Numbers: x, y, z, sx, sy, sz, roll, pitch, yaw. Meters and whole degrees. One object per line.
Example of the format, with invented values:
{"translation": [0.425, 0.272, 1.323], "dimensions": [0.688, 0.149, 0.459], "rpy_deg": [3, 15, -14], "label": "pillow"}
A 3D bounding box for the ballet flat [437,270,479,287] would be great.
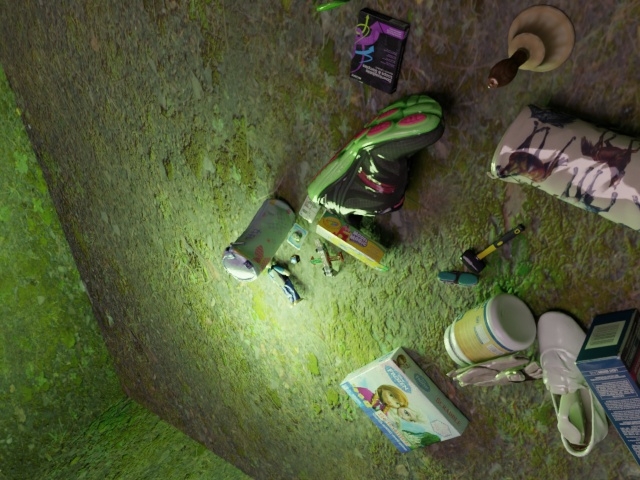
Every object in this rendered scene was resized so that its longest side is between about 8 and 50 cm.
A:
{"translation": [0.358, 0.102, 1.563], "dimensions": [0.114, 0.041, 0.041], "rpy_deg": [8, 126, 38], "label": "ballet flat"}

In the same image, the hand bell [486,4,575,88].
{"translation": [0.347, -0.317, 1.070], "dimensions": [0.126, 0.242, 0.126], "rpy_deg": [24, 135, 26], "label": "hand bell"}

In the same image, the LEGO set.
{"translation": [0.000, 0.000, 1.802], "dimensions": [0.182, 0.060, 0.244], "rpy_deg": [37, 127, 13], "label": "LEGO set"}

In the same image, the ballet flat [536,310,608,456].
{"translation": [0.607, 0.362, 1.471], "dimensions": [0.139, 0.139, 0.400], "rpy_deg": [-2, 119, 43], "label": "ballet flat"}

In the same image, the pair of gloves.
{"translation": [0.453, 0.341, 1.539], "dimensions": [0.204, 0.042, 0.240], "rpy_deg": [-23, 149, 32], "label": "pair of gloves"}

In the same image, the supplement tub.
{"translation": [0.419, 0.230, 1.520], "dimensions": [0.144, 0.144, 0.200], "rpy_deg": [47, 140, 1], "label": "supplement tub"}

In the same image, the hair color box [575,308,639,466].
{"translation": [0.708, 0.343, 1.330], "dimensions": [0.105, 0.174, 0.347], "rpy_deg": [-24, 104, 47], "label": "hair color box"}

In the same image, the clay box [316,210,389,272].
{"translation": [0.094, 0.007, 1.642], "dimensions": [0.222, 0.053, 0.127], "rpy_deg": [31, 172, 2], "label": "clay box"}

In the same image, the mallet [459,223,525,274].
{"translation": [0.417, 0.023, 1.445], "dimensions": [0.062, 0.039, 0.190], "rpy_deg": [51, 136, -4], "label": "mallet"}

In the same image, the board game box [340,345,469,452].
{"translation": [0.260, 0.522, 1.959], "dimensions": [0.318, 0.066, 0.318], "rpy_deg": [47, 140, 1], "label": "board game box"}

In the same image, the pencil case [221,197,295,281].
{"translation": [-0.178, -0.005, 1.768], "dimensions": [0.124, 0.273, 0.113], "rpy_deg": [47, 137, -15], "label": "pencil case"}

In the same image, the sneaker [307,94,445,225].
{"translation": [0.153, -0.176, 1.433], "dimensions": [0.202, 0.185, 0.483], "rpy_deg": [43, 150, -7], "label": "sneaker"}

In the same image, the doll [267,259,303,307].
{"translation": [-0.127, 0.130, 2.005], "dimensions": [0.189, 0.046, 0.129], "rpy_deg": [53, 150, 3], "label": "doll"}

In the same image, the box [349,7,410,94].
{"translation": [0.128, -0.418, 1.350], "dimensions": [0.116, 0.029, 0.162], "rpy_deg": [29, 138, 21], "label": "box"}

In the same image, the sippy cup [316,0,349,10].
{"translation": [-0.031, -0.622, 1.178], "dimensions": [0.305, 0.224, 0.240], "rpy_deg": [44, 140, 6], "label": "sippy cup"}

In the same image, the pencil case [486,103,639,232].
{"translation": [0.528, -0.116, 1.135], "dimensions": [0.410, 0.160, 0.183], "rpy_deg": [27, 121, 23], "label": "pencil case"}
